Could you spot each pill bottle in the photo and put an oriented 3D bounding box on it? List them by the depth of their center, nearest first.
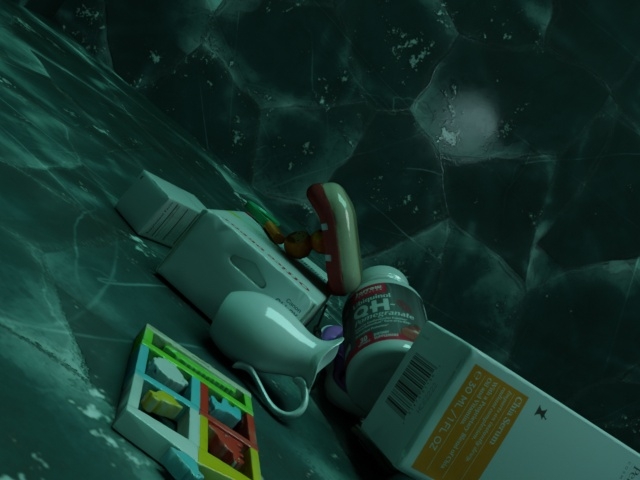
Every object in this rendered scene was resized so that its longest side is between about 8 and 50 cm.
[{"bbox_3d":[0.133,0.188,1.411,0.176,0.176,0.318,38,23,-19],"label":"pill bottle"}]

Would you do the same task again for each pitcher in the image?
[{"bbox_3d":[-0.089,0.187,1.166,0.207,0.178,0.125,27,-40,6],"label":"pitcher"}]

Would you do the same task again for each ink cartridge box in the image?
[{"bbox_3d":[-0.132,0.079,1.443,0.279,0.160,0.384,40,5,5],"label":"ink cartridge box"}]

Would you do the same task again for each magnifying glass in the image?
[{"bbox_3d":[-0.117,-0.037,1.546,0.092,0.026,0.231,36,3,-23],"label":"magnifying glass"}]

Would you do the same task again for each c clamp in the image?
[{"bbox_3d":[-0.008,0.216,1.392,0.022,0.137,0.161,15,16,-9],"label":"c clamp"}]

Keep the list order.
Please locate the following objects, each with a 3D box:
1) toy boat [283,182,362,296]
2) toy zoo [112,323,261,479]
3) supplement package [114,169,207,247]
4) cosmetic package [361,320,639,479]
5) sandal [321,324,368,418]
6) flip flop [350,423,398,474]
[{"bbox_3d":[0.000,0.000,1.415,0.151,0.151,0.231,-20,103,-83],"label":"toy boat"},{"bbox_3d":[-0.160,0.221,0.875,0.192,0.030,0.293,38,7,-17],"label":"toy zoo"},{"bbox_3d":[-0.329,-0.058,1.507,0.105,0.105,0.179,44,7,30],"label":"supplement package"},{"bbox_3d":[0.325,0.356,1.217,0.453,0.230,0.161,32,-1,-21],"label":"cosmetic package"},{"bbox_3d":[0.087,0.262,1.543,0.169,0.102,0.416,25,12,-10],"label":"sandal"},{"bbox_3d":[0.152,0.383,1.325,0.277,0.080,0.112,29,12,-47],"label":"flip flop"}]
